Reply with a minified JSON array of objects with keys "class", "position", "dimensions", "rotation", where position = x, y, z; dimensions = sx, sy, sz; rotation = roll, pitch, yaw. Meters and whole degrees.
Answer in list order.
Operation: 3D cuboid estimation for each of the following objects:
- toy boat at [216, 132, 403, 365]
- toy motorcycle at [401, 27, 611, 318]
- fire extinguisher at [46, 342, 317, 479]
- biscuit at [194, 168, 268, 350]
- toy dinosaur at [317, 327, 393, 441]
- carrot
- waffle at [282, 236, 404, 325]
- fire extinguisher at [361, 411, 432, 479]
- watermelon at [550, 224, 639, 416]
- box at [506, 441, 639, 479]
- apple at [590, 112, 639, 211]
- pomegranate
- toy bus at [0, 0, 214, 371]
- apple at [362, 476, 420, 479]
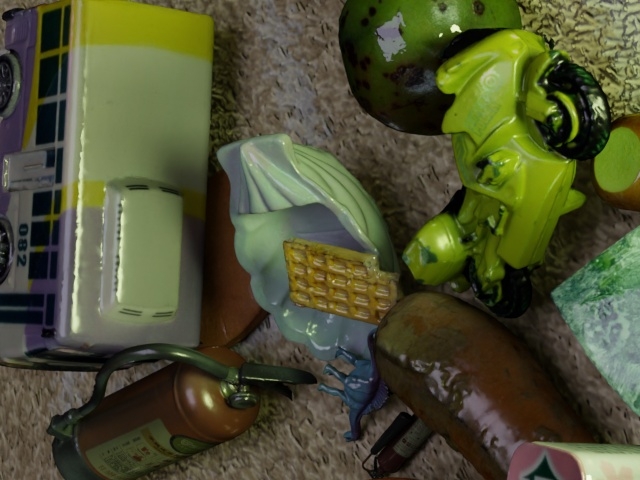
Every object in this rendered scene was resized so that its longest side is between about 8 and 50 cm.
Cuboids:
[{"class":"toy boat","position":[0.000,0.000,1.988],"dimensions":[0.199,0.100,0.290],"rotation":[-9,119,39]},{"class":"toy motorcycle","position":[0.173,-0.077,1.766],"dimensions":[0.342,0.142,0.206],"rotation":[106,146,-48]},{"class":"fire extinguisher","position":[-0.195,0.204,2.144],"dimensions":[0.376,0.200,0.113],"rotation":[-27,69,42]},{"class":"biscuit","position":[-0.126,0.030,2.199],"dimensions":[0.186,0.036,0.192],"rotation":[-43,59,36]},{"class":"toy dinosaur","position":[0.043,0.154,1.987],"dimensions":[0.080,0.045,0.197],"rotation":[29,135,11]},{"class":"carrot","position":[0.180,0.170,1.828],"dimensions":[0.302,0.138,0.139],"rotation":[45,118,23]},{"class":"waffle","position":[0.026,0.045,1.923],"dimensions":[0.135,0.021,0.092],"rotation":[12,130,23]},{"class":"fire extinguisher","position":[0.094,0.209,1.966],"dimensions":[0.035,0.049,0.173],"rotation":[50,121,22]},{"class":"watermelon","position":[0.397,0.043,1.569],"dimensions":[0.228,0.387,0.258],"rotation":[63,172,11]},{"class":"box","position":[0.326,0.265,1.518],"dimensions":[0.112,0.369,0.190],"rotation":[9,92,59]},{"class":"apple","position":[0.316,-0.075,1.730],"dimensions":[0.114,0.099,0.102],"rotation":[18,98,53]},{"class":"pomegranate","position":[0.107,-0.220,1.901],"dimensions":[0.248,0.202,0.202],"rotation":[-116,45,-65]},{"class":"toy bus","position":[-0.261,-0.060,2.183],"dimensions":[0.249,0.209,0.440],"rotation":[-3,83,54]},{"class":"apple","position":[0.055,0.364,1.868],"dimensions":[0.241,0.242,0.242],"rotation":[-8,82,43]}]
